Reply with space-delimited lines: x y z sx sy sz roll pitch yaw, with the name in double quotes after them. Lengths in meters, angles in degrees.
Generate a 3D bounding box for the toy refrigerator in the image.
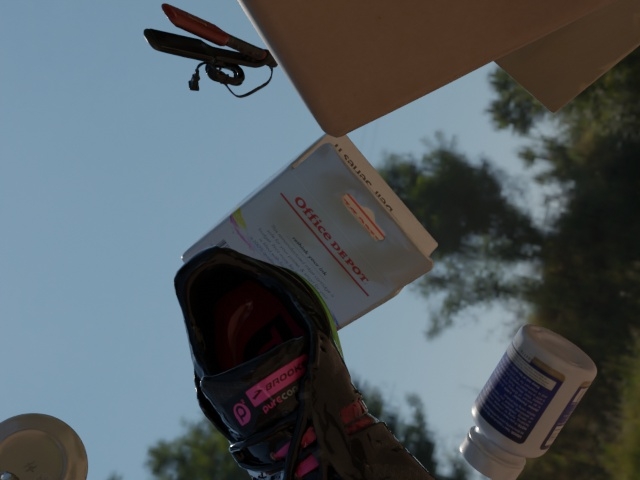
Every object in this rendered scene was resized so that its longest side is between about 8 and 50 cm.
0.312 -0.266 1.202 0.269 0.102 0.094 -41 18 37 "toy refrigerator"

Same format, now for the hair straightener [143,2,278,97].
-0.138 -0.231 1.447 0.089 0.047 0.230 -47 -28 22 "hair straightener"

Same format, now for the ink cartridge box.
0.000 0.000 1.452 0.353 0.207 0.119 -35 8 47 "ink cartridge box"

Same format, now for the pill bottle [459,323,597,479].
0.259 0.212 1.457 0.187 0.112 0.112 -61 -12 17 "pill bottle"

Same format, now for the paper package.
0.055 -0.290 0.840 0.325 0.309 0.168 57 -166 -36 "paper package"

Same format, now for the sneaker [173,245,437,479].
-0.017 0.192 1.041 0.185 0.483 0.202 -41 -37 5 "sneaker"

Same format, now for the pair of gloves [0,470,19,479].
-0.298 0.366 1.291 0.042 0.204 0.240 -35 -55 -8 "pair of gloves"

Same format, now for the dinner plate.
-0.356 0.277 1.392 0.017 0.141 0.141 109 -178 -65 "dinner plate"
